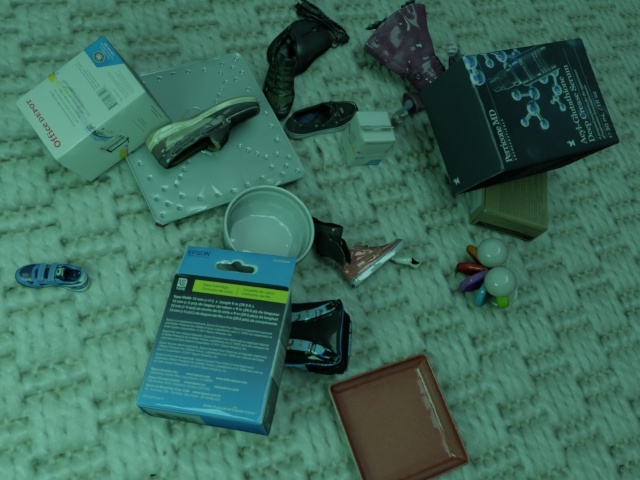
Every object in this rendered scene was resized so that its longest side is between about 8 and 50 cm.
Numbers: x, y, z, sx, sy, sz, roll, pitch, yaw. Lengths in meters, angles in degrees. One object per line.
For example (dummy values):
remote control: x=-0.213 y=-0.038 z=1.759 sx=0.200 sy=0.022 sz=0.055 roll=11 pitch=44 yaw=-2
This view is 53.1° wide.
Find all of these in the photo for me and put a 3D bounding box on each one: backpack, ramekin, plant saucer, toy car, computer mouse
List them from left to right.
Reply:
ramekin: x=-0.126 y=-0.012 z=1.463 sx=0.207 sy=0.109 sz=0.207 roll=7 pitch=65 yaw=-15
computer mouse: x=-0.046 y=-0.564 z=1.771 sx=0.189 sy=0.072 sz=0.272 roll=37 pitch=60 yaw=0
backpack: x=-0.027 y=0.213 z=1.389 sx=0.174 sy=0.117 sz=0.158 roll=-4 pitch=62 yaw=14
plant saucer: x=0.166 y=0.406 z=1.404 sx=0.259 sy=0.047 sz=0.258 roll=-13 pitch=70 yaw=-24
toy car: x=0.410 y=0.087 z=1.597 sx=0.136 sy=0.159 sz=0.181 roll=-14 pitch=68 yaw=12

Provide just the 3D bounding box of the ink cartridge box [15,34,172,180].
ink cartridge box: x=-0.483 y=-0.276 z=1.382 sx=0.233 sy=0.168 sz=0.171 roll=-37 pitch=77 yaw=-2

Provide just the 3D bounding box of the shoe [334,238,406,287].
shoe: x=0.120 y=0.032 z=1.545 sx=0.178 sy=0.063 sz=0.081 roll=-38 pitch=84 yaw=-17

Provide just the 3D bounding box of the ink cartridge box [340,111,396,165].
ink cartridge box: x=0.124 y=-0.266 z=1.648 sx=0.092 sy=0.143 sz=0.089 roll=-5 pitch=68 yaw=-21

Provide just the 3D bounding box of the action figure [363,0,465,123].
action figure: x=0.283 y=-0.476 z=1.819 sx=0.370 sy=0.248 sz=0.276 roll=55 pitch=18 yaw=-4

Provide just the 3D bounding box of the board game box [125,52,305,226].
board game box: x=-0.289 y=-0.254 z=1.554 sx=0.390 sy=0.050 sz=0.389 roll=-21 pitch=75 yaw=-26

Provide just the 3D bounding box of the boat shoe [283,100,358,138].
boat shoe: x=0.011 y=-0.331 z=1.678 sx=0.229 sy=0.076 sz=0.080 roll=-18 pitch=73 yaw=-25

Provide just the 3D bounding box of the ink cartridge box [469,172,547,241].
ink cartridge box: x=0.515 y=-0.136 z=1.754 sx=0.194 sy=0.088 sz=0.234 roll=16 pitch=63 yaw=-10

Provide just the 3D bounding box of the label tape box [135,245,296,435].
label tape box: x=-0.193 y=0.195 z=1.298 sx=0.249 sy=0.115 sz=0.347 roll=6 pitch=60 yaw=9

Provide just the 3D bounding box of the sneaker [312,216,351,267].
sneaker: x=0.002 y=0.000 z=1.517 sx=0.051 sy=0.170 sz=0.089 roll=-15 pitch=115 yaw=-49

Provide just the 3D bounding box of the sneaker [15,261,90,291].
sneaker: x=-0.547 y=0.069 z=1.309 sx=0.144 sy=0.059 sz=0.053 roll=5 pitch=67 yaw=-16

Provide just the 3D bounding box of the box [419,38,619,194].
box: x=0.504 y=-0.317 z=1.634 sx=0.396 sy=0.212 sz=0.293 roll=-16 pitch=84 yaw=-24

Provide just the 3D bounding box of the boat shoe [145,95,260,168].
boat shoe: x=-0.257 y=-0.247 z=1.480 sx=0.285 sy=0.103 sz=0.092 roll=-27 pitch=82 yaw=-24

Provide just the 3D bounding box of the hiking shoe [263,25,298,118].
hiking shoe: x=-0.102 y=-0.429 z=1.638 sx=0.086 sy=0.114 sz=0.226 roll=3 pitch=87 yaw=-5

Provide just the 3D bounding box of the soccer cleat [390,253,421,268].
soccer cleat: x=0.211 y=0.047 z=1.593 sx=0.083 sy=0.035 sz=0.029 roll=22 pitch=61 yaw=-9
